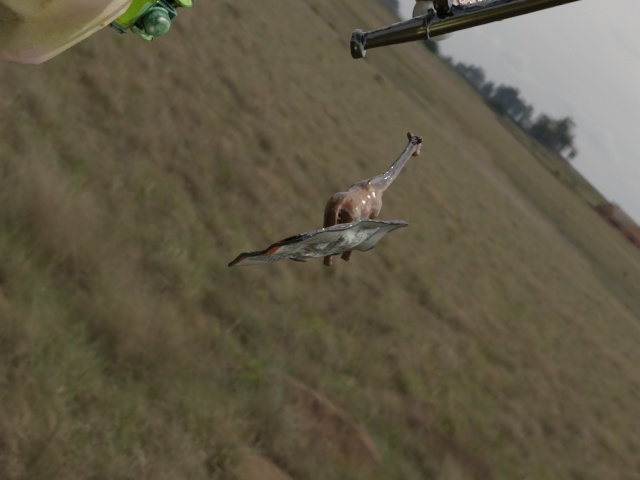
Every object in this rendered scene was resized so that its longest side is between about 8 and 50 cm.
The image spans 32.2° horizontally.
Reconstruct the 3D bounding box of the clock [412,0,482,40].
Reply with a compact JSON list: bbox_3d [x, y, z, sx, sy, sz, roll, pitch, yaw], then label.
[{"bbox_3d":[0.178,-0.365,1.535,0.092,0.166,0.162,10,21,42],"label":"clock"}]

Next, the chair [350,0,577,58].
[{"bbox_3d":[0.242,-0.423,1.085,0.362,0.410,0.365,78,19,-54],"label":"chair"}]

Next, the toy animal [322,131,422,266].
[{"bbox_3d":[0.084,-0.071,1.844,0.066,0.230,0.224,30,19,24],"label":"toy animal"}]

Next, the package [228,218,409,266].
[{"bbox_3d":[0.000,0.000,1.524,0.232,0.166,0.040,-5,78,-45],"label":"package"}]

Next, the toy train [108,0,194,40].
[{"bbox_3d":[-0.395,-0.550,2.343,0.188,0.159,0.272,28,31,-51],"label":"toy train"}]

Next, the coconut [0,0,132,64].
[{"bbox_3d":[-0.360,-0.369,1.255,0.352,0.352,0.352,42,11,-10],"label":"coconut"}]
